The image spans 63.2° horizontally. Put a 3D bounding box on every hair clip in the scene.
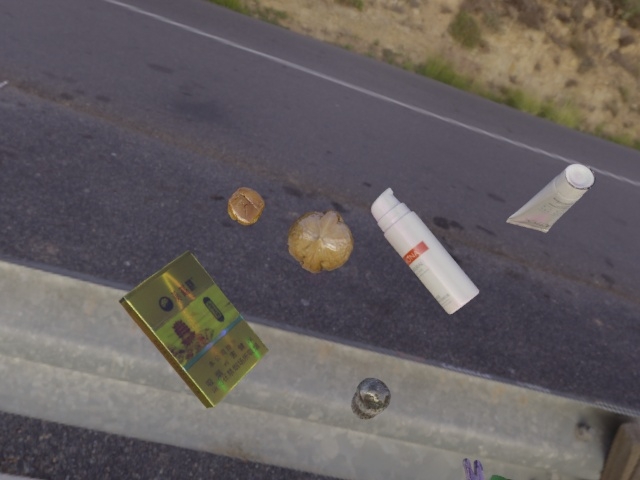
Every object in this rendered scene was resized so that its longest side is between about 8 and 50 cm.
[{"bbox_3d":[0.389,0.681,1.261,0.137,0.090,0.278,20,38,-32],"label":"hair clip"}]

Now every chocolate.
[{"bbox_3d":[0.152,0.485,1.588,0.110,0.248,0.110,2,66,-4],"label":"chocolate"}]

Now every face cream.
[{"bbox_3d":[0.468,-0.076,1.061,0.092,0.243,0.058,18,69,5],"label":"face cream"},{"bbox_3d":[0.253,0.022,1.319,0.345,0.102,0.102,51,37,13],"label":"face cream"}]

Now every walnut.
[{"bbox_3d":[0.000,0.000,1.203,0.155,0.155,0.184,20,1,-1],"label":"walnut"}]

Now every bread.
[{"bbox_3d":[-0.160,-0.072,1.106,0.083,0.046,0.081,-24,86,-38],"label":"bread"}]

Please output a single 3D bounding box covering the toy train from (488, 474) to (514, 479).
[{"bbox_3d":[0.412,0.614,0.999,0.301,0.202,0.120,36,-7,-4],"label":"toy train"}]

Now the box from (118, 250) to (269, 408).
[{"bbox_3d":[-0.175,0.123,0.740,0.193,0.030,0.121,53,48,-6],"label":"box"}]
